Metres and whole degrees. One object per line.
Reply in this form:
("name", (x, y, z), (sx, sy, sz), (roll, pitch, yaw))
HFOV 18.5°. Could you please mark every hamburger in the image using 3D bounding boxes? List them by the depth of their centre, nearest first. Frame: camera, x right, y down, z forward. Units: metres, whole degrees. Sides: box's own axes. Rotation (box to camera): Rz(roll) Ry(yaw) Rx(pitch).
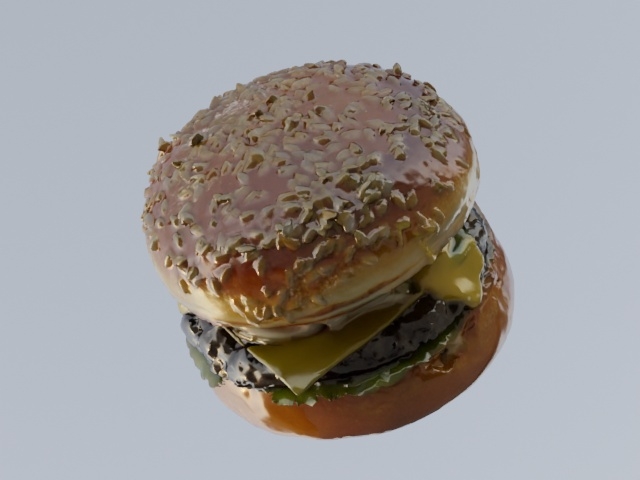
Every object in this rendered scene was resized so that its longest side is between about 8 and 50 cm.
("hamburger", (0.000, 0.000, 1.514), (0.291, 0.291, 0.225), (-28, -53, -9))
